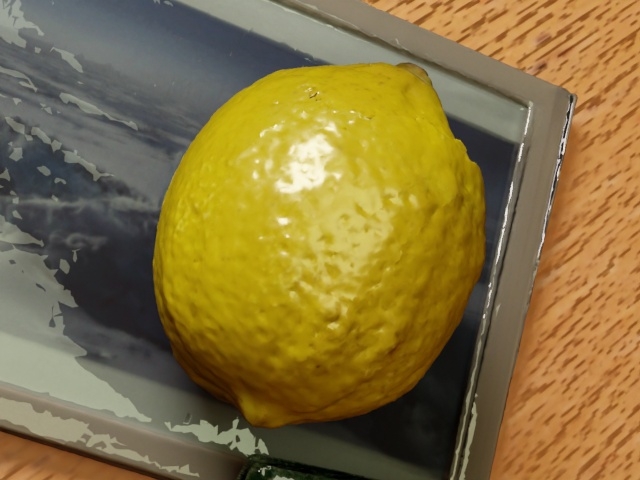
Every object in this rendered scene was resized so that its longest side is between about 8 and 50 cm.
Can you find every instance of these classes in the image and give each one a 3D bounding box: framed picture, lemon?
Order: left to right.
[{"bbox_3d":[-0.066,-0.018,0.895,0.446,0.028,0.326,20,73,-20],"label":"framed picture"},{"bbox_3d":[0.000,0.003,0.813,0.181,0.180,0.193,1,80,-24],"label":"lemon"}]

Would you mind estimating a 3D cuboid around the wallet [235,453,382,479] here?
[{"bbox_3d":[0.001,0.250,0.853,0.160,0.055,0.236,16,85,-23],"label":"wallet"}]
